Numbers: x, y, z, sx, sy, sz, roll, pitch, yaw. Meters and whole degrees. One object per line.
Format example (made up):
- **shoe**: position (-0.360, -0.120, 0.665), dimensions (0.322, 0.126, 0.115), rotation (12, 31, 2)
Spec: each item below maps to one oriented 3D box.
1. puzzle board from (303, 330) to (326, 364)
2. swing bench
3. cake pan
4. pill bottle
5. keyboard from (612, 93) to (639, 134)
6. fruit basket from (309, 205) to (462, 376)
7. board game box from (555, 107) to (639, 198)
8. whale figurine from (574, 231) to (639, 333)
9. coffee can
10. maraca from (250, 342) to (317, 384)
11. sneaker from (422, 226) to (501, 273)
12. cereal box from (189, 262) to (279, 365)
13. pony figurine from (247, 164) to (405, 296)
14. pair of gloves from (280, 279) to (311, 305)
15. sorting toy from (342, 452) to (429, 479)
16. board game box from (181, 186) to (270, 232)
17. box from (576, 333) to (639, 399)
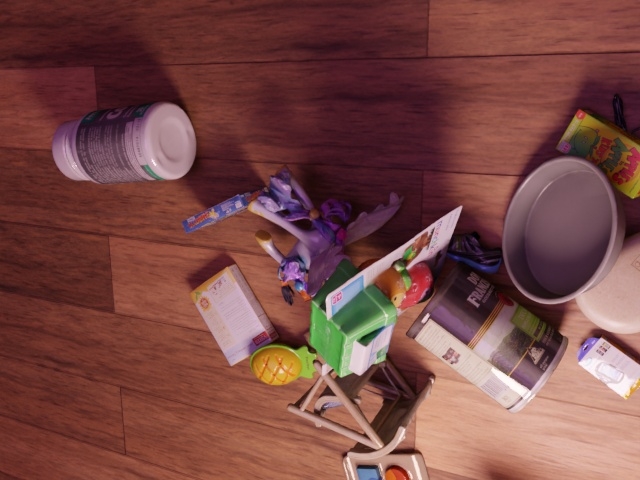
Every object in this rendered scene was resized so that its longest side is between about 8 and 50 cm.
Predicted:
- **puzzle board**: position (0.024, 0.279, 1.697), dimensions (0.096, 0.011, 0.128), rotation (-37, 84, 28)
- **swing bench**: position (0.105, 0.364, 1.529), dimensions (0.254, 0.253, 0.165), rotation (35, 116, 14)
- **cake pan**: position (0.477, -0.019, 1.277), dimensions (0.293, 0.054, 0.294), rotation (-34, 52, 58)
- **pill bottle**: position (-0.536, -0.256, 1.754), dimensions (0.360, 0.204, 0.204), rotation (-1, 101, 27)
- **keyboard**: position (0.656, -0.221, 1.240), dimensions (0.201, 0.033, 0.318), rotation (-3, 99, 27)
- **fruit basket**: position (0.147, 0.118, 1.335), dimensions (0.165, 0.352, 0.327), rotation (51, 156, 28)
- **board game box**: position (0.562, -0.172, 1.259), dimensions (0.181, 0.043, 0.092), rotation (43, 127, 29)
- **whale figurine**: position (0.624, 0.055, 1.273), dimensions (0.216, 0.141, 0.272), rotation (39, 100, 19)
- **coffee can**: position (0.352, 0.204, 1.389), dimensions (0.275, 0.201, 0.202), rotation (36, 116, 11)
- **maraca**: position (-0.096, 0.328, 1.724), dimensions (0.185, 0.099, 0.127), rotation (-6, 119, 8)
- **sneaker**: position (0.319, 0.011, 1.459), dimensions (0.188, 0.067, 0.078), rotation (24, 91, 23)
- **cereal box**: position (-0.241, 0.207, 1.797), dimensions (0.173, 0.047, 0.240), rotation (-33, 86, 30)
- **pony figurine**: position (0.000, 0.000, 1.527), dimensions (0.363, 0.303, 0.351), rotation (44, 149, 8)
- **pair of gloves**: position (-0.068, 0.132, 1.711), dimensions (0.083, 0.010, 0.074), rotation (-17, 94, 30)
- **sorting toy**: position (0.192, 0.704, 1.690), dimensions (0.228, 0.041, 0.308), rotation (-13, 95, 29)
- **board game box**: position (-0.242, -0.079, 1.681), dimensions (0.201, 0.136, 0.035), rotation (-22, 92, 29)
- **box**: position (0.616, 0.263, 1.375), dimensions (0.136, 0.028, 0.081), rotation (39, 116, 17)
